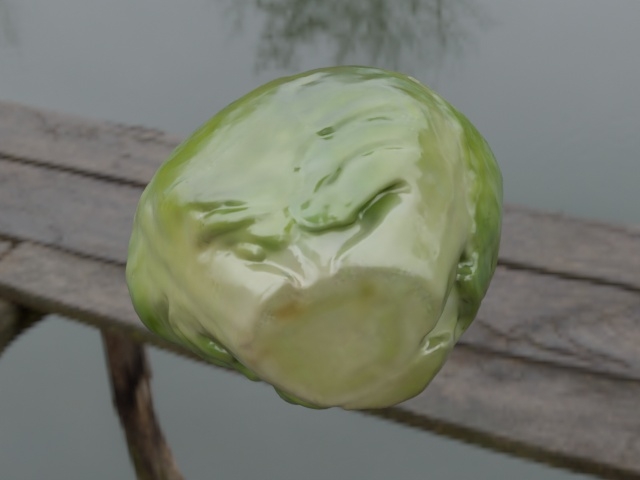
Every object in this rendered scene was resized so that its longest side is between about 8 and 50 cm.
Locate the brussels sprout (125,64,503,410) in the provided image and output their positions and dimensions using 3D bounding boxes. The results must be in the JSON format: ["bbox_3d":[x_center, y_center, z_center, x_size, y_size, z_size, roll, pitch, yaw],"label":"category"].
[{"bbox_3d":[0.001,-0.005,0.624,0.161,0.143,0.180,-1,25,-25],"label":"brussels sprout"}]
